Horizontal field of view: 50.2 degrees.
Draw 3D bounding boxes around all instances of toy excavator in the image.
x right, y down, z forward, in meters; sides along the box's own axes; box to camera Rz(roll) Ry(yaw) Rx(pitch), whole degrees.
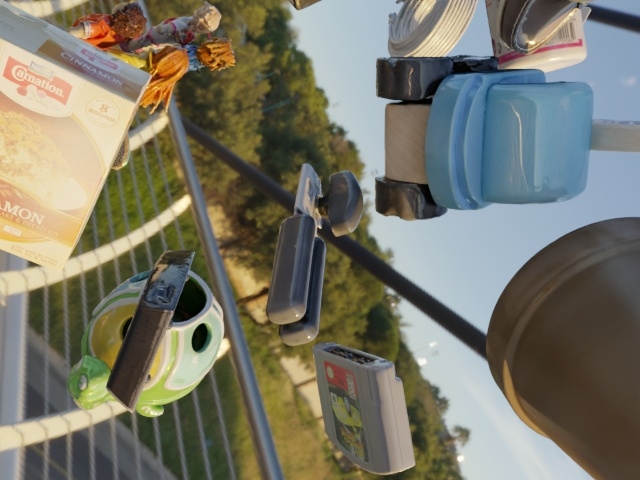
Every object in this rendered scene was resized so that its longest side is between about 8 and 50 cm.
[{"bbox_3d":[0.352,-0.145,0.970,0.445,0.433,0.222,13,-69,36],"label":"toy excavator"}]

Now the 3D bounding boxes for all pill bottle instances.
[{"bbox_3d":[0.375,-0.448,1.225,0.160,0.160,0.283,-114,-165,-86],"label":"pill bottle"}]

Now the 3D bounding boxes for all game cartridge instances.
[{"bbox_3d":[0.066,0.291,1.192,0.294,0.060,0.196,176,-100,-69],"label":"game cartridge"}]

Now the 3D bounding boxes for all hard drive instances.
[{"bbox_3d":[-0.238,0.111,0.975,0.054,0.172,0.255,22,13,-10],"label":"hard drive"}]

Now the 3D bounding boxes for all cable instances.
[{"bbox_3d":[0.250,-0.504,1.552,0.257,0.089,0.257,-31,-140,52],"label":"cable"}]

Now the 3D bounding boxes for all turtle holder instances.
[{"bbox_3d":[-0.326,0.170,1.252,0.227,0.320,0.243,-53,-126,41],"label":"turtle holder"}]

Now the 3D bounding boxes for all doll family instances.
[{"bbox_3d":[-0.194,-0.212,0.810,0.263,0.163,0.118,-42,121,-63],"label":"doll family"}]

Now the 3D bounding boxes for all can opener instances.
[{"bbox_3d":[0.000,0.000,0.845,0.283,0.095,0.076,-84,155,-49],"label":"can opener"}]

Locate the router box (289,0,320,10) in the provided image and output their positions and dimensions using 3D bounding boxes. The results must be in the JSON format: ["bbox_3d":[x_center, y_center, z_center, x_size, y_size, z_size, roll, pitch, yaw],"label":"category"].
[{"bbox_3d":[0.075,-0.396,0.648,0.081,0.308,0.243,57,-9,35],"label":"router box"}]

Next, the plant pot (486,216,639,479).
[{"bbox_3d":[0.388,0.174,0.791,0.280,0.323,0.323,-100,169,-63],"label":"plant pot"}]

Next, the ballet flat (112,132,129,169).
[{"bbox_3d":[-0.369,-0.220,1.140,0.067,0.073,0.206,5,70,-66],"label":"ballet flat"}]

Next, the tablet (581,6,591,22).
[{"bbox_3d":[0.481,-0.414,1.321,0.006,0.083,0.054,17,14,-39],"label":"tablet"}]

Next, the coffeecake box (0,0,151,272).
[{"bbox_3d":[-0.246,-0.083,0.570,0.142,0.185,0.068,25,30,-16],"label":"coffeecake box"}]

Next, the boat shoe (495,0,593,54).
[{"bbox_3d":[0.367,-0.394,0.961,0.324,0.116,0.097,-57,-142,36],"label":"boat shoe"}]
